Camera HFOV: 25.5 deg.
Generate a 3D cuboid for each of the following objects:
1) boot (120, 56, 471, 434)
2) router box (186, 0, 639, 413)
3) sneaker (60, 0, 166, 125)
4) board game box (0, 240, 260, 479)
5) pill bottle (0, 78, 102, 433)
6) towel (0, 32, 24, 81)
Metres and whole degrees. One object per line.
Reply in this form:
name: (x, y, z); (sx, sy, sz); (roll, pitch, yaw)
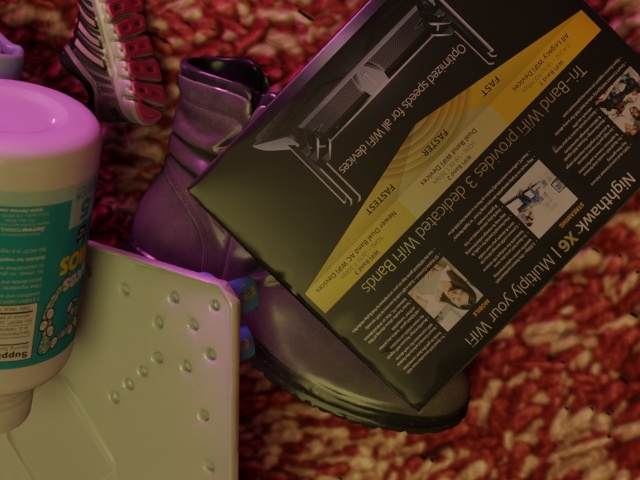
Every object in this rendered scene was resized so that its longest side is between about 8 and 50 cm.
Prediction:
boot: (0.000, 0.000, 1.156); (0.338, 0.118, 0.223); (26, 111, 7)
router box: (0.091, -0.065, 1.067); (0.243, 0.081, 0.309); (45, 91, -5)
sneaker: (-0.187, -0.174, 1.182); (0.075, 0.063, 0.170); (-10, 99, 28)
board game box: (-0.212, 0.173, 1.239); (0.390, 0.050, 0.390); (15, 113, 34)
pill bottle: (-0.256, 0.018, 1.096); (0.146, 0.146, 0.264); (18, 117, 10)
towel: (-0.452, -0.079, 1.204); (0.374, 0.090, 0.320); (22, 114, 8)
